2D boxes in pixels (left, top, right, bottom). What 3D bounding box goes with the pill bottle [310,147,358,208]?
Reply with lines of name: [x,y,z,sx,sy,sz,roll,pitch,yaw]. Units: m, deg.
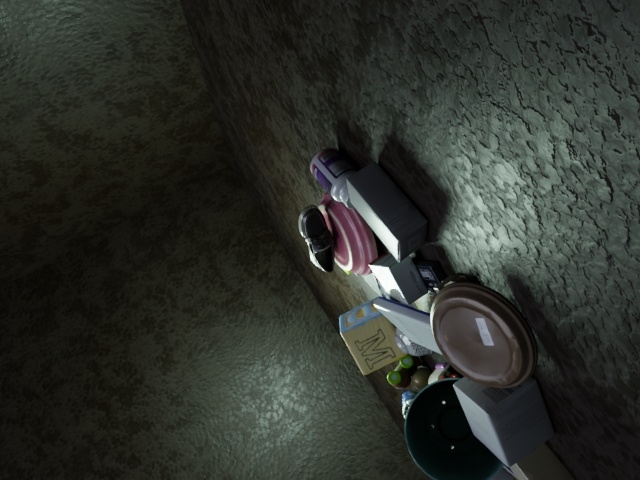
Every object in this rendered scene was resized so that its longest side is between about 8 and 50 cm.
pill bottle: [0.060,-0.184,1.725,0.193,0.108,0.108,52,167,35]

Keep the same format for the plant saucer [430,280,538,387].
plant saucer: [0.364,0.226,1.326,0.277,0.041,0.278,29,133,36]

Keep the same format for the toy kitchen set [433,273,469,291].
toy kitchen set: [0.334,0.133,1.431,0.075,0.068,0.083,60,169,-3]

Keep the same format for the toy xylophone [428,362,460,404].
toy xylophone: [0.463,0.565,1.940,0.323,0.081,0.236,59,169,2]

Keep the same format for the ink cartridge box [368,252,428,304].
ink cartridge box: [0.222,0.108,1.665,0.128,0.072,0.175,61,168,-7]

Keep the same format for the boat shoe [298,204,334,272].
boat shoe: [0.000,0.000,1.970,0.092,0.102,0.285,44,156,40]

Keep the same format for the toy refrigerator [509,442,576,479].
toy refrigerator: [0.618,0.666,1.467,0.270,0.102,0.094,53,167,29]

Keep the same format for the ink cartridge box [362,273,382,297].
ink cartridge box: [0.190,0.118,2.123,0.145,0.045,0.179,47,168,49]

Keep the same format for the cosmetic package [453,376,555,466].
cosmetic package: [0.454,0.418,1.421,0.184,0.151,0.151,65,168,-22]

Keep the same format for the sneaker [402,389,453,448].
sneaker: [0.432,0.659,2.135,0.330,0.130,0.147,40,-167,-16]

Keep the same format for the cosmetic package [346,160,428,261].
cosmetic package: [0.174,-0.078,1.511,0.238,0.107,0.127,50,169,28]

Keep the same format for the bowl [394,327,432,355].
bowl: [0.317,0.354,2.052,0.170,0.080,0.170,56,169,16]

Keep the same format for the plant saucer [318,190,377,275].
plant saucer: [0.080,-0.023,1.999,0.332,0.084,0.332,56,160,33]

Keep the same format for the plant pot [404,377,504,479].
plant pot: [0.403,0.555,1.708,0.293,0.293,0.235,57,-177,16]

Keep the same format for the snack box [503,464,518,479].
snack box: [0.642,0.773,1.841,0.064,0.022,0.178,63,169,-20]

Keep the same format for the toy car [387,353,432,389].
toy car: [0.369,0.534,2.176,0.188,0.149,0.155,37,180,22]

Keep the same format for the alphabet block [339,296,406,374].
alphabet block: [0.200,0.361,2.200,0.197,0.193,0.192,62,-172,-10]

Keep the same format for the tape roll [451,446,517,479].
tape roll: [0.585,0.814,1.870,0.392,0.072,0.392,43,166,13]

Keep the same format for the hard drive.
hard drive: [0.307,0.259,1.619,0.210,0.040,0.318,44,167,-24]

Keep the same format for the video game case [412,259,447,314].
video game case: [0.328,0.170,1.647,0.248,0.035,0.275,61,168,-6]

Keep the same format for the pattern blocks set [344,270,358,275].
pattern blocks set: [0.065,0.025,2.462,0.286,0.026,0.325,63,168,-19]
